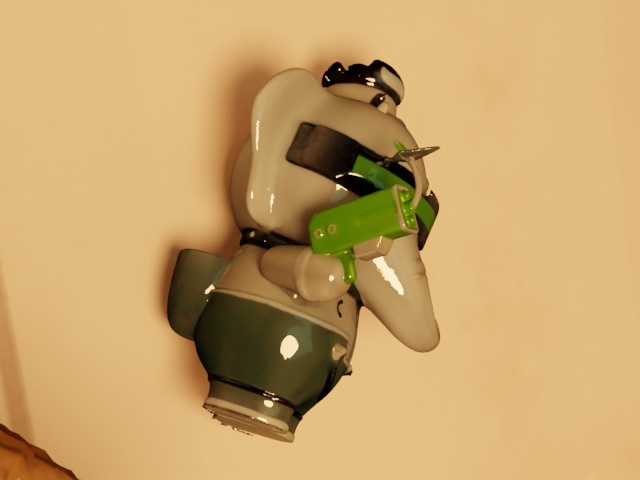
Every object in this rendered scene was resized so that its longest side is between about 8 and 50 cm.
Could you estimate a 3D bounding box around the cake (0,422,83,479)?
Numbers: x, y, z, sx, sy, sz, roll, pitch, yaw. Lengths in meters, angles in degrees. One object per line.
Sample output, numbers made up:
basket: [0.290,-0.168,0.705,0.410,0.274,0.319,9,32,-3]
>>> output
cake: [-0.190,0.181,0.582,0.255,0.282,0.290,41,72,-29]

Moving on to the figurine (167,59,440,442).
figurine: [0.000,0.000,0.814,0.147,0.126,0.192,57,48,-66]
